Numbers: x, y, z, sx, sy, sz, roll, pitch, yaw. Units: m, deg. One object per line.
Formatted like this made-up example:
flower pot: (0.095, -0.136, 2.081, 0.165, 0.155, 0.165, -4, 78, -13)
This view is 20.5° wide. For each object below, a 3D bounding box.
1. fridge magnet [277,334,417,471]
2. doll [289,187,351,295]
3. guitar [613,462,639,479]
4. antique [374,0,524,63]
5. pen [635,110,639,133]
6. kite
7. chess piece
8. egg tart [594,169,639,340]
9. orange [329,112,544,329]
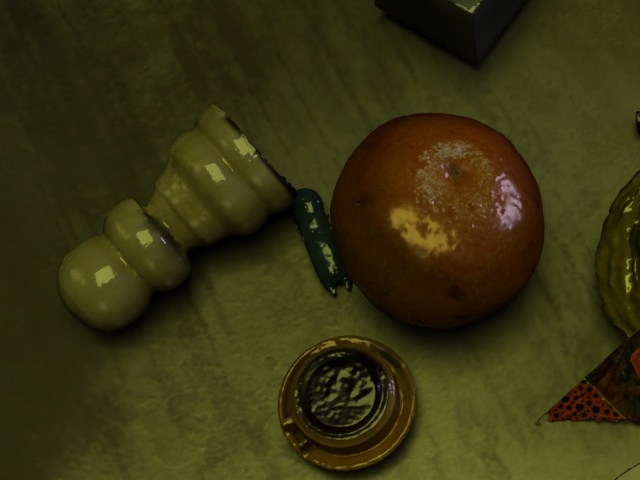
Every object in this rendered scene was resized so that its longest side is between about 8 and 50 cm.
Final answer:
fridge magnet: (0.025, 0.161, 1.776, 0.143, 0.063, 0.143, -5, 67, 11)
doll: (0.000, 0.000, 1.868, 0.037, 0.027, 0.125, -22, 69, 1)
guitar: (0.358, 0.313, 1.680, 0.088, 0.025, 0.233, -32, 68, -4)
antique: (0.144, -0.297, 1.896, 0.152, 0.148, 0.146, 33, 78, 19)
pen: (0.449, -0.136, 1.845, 0.239, 0.028, 0.028, -6, 67, 8)
kite: (0.321, 0.130, 1.723, 0.222, 0.008, 0.125, 3, 113, 12)
chess piece: (-0.163, -0.011, 1.843, 0.261, 0.143, 0.143, -41, 67, -4)
egg tart: (0.411, 0.005, 1.742, 0.294, 0.123, 0.294, -4, 70, 10)
orange: (0.118, -0.019, 1.778, 0.224, 0.170, 0.224, 6, 61, -10)
